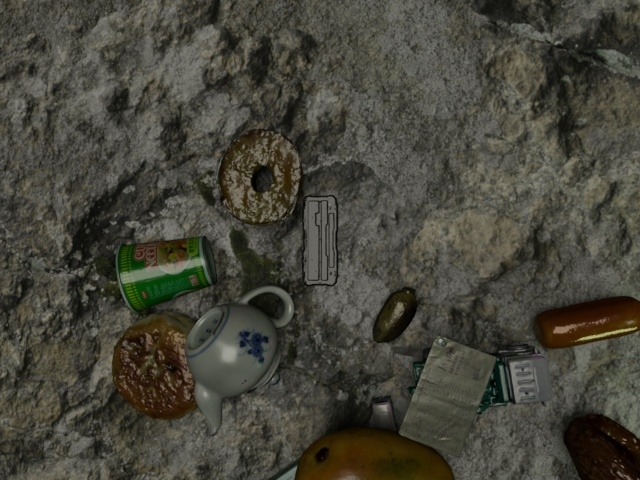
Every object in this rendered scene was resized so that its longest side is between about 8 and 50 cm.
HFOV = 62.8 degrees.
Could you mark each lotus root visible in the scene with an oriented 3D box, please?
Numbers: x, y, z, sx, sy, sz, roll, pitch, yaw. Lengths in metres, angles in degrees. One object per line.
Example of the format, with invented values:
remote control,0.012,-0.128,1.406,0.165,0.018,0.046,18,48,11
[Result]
lotus root,0.206,0.207,1.431,0.080,0.089,0.179,35,96,51

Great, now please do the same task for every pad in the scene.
pad,0.308,0.377,1.268,0.160,0.009,0.265,20,93,2

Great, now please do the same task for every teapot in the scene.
teapot,-0.210,0.308,1.413,0.280,0.252,0.424,43,66,-25

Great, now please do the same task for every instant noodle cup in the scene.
instant noodle cup,-0.421,0.082,1.478,0.233,0.207,0.207,-14,85,-3

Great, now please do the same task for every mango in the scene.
mango,0.147,0.614,1.303,0.446,0.232,0.300,20,107,-21

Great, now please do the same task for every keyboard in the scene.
keyboard,0.000,0.000,1.506,0.106,0.016,0.262,-1,87,7

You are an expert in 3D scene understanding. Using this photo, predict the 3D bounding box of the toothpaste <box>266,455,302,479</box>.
toothpaste,-0.063,0.657,1.443,0.313,0.071,0.089,-36,81,4

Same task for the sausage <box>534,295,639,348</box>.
sausage,0.702,0.212,1.365,0.275,0.105,0.105,-13,85,7

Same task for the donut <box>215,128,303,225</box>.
donut,-0.161,-0.173,1.499,0.272,0.107,0.271,0,89,11

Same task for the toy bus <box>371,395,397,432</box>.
toy bus,0.176,0.492,1.422,0.060,0.075,0.122,-11,85,6

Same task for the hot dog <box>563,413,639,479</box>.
hot dog,0.739,0.606,1.258,0.174,0.267,0.387,-30,73,30

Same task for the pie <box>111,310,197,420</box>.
pie,-0.458,0.359,1.503,0.315,0.092,0.315,0,88,8

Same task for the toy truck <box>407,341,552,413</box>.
toy truck,0.405,0.364,1.355,0.364,0.178,0.176,-7,85,4
